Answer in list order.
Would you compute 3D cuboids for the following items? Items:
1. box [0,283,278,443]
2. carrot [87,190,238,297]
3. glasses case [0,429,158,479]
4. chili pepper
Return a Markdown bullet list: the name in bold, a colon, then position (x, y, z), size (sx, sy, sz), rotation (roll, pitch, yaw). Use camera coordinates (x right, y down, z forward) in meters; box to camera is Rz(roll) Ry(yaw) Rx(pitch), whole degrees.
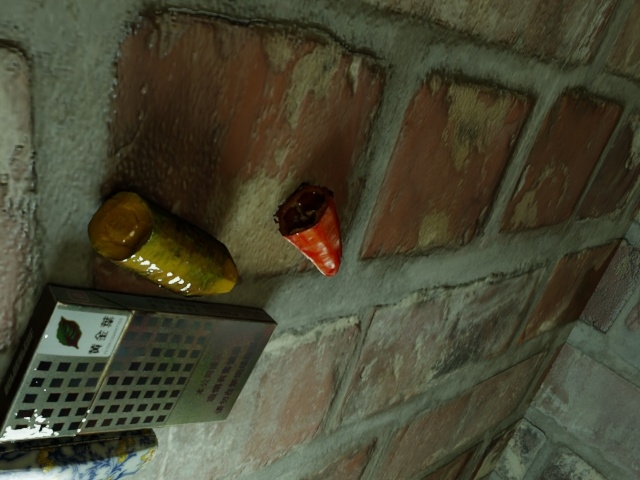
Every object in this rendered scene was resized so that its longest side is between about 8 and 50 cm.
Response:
- **box**: position (-0.213, 0.158, 0.684), size (0.324, 0.047, 0.181), rotation (16, 106, -50)
- **carrot**: position (-0.163, 0.014, 0.595), size (0.082, 0.082, 0.173), rotation (-53, 145, 1)
- **glasses case**: position (-0.315, 0.268, 0.648), size (0.247, 0.065, 0.087), rotation (17, 118, -51)
- **chili pepper**: position (-0.001, 0.004, 0.767), size (0.088, 0.065, 0.169), rotation (-42, 144, -12)
